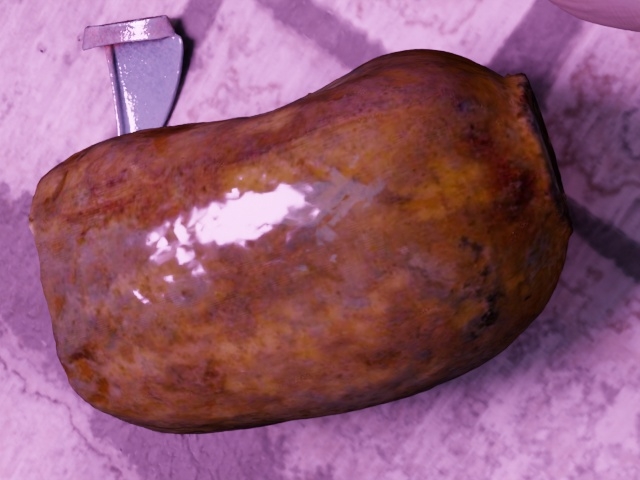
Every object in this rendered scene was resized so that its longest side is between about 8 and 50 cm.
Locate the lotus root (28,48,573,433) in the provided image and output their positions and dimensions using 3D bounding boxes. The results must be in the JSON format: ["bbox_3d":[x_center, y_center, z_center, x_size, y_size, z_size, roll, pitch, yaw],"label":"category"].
[{"bbox_3d":[0.000,0.000,0.848,0.346,0.250,0.250,-19,86,22],"label":"lotus root"}]

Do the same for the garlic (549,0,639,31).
[{"bbox_3d":[0.174,-0.268,0.742,0.231,0.246,0.340,-44,56,11],"label":"garlic"}]

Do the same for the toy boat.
[{"bbox_3d":[-0.147,-0.119,1.021,0.096,0.034,0.122,-3,101,25],"label":"toy boat"}]
